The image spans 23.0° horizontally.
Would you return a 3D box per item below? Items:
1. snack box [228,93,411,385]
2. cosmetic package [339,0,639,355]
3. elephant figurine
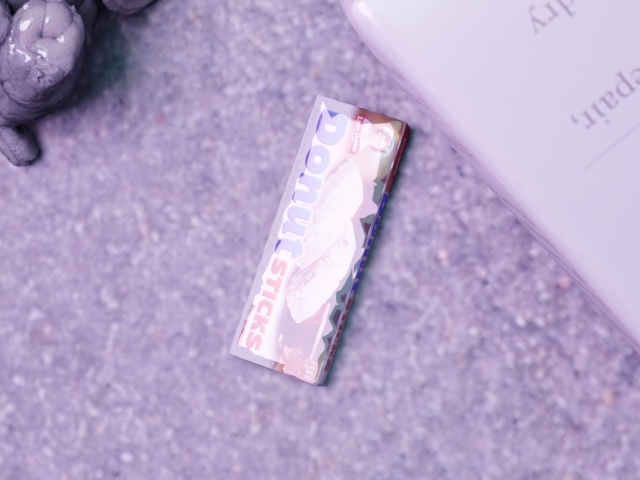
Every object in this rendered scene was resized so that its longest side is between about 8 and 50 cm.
[{"bbox_3d":[0.000,0.000,1.018,0.064,0.022,0.178,19,89,16],"label":"snack box"},{"bbox_3d":[0.253,-0.076,0.753,0.327,0.329,0.394,-41,99,6],"label":"cosmetic package"},{"bbox_3d":[-0.169,-0.203,1.020,0.169,0.186,0.239,38,64,-19],"label":"elephant figurine"}]
